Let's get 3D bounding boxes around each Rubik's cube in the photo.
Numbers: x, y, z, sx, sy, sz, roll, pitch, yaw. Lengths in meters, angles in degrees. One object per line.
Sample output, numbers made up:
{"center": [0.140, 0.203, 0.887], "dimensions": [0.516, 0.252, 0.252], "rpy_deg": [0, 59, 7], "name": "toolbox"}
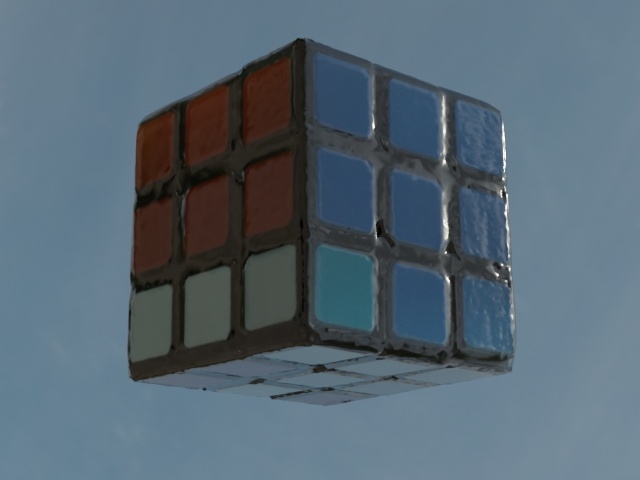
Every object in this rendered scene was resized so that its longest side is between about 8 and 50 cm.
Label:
{"center": [0.000, 0.000, 0.724], "dimensions": [0.163, 0.162, 0.160], "rpy_deg": [-17, -113, 44], "name": "Rubik's cube"}
